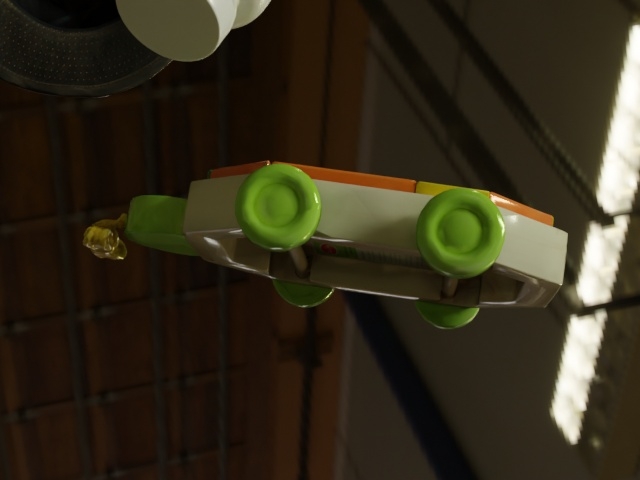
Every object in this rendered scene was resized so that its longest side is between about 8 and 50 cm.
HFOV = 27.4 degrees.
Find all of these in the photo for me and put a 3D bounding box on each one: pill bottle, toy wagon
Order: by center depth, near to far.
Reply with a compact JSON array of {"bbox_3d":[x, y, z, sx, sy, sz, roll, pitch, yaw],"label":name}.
[{"bbox_3d":[0.000,0.000,0.955,0.267,0.344,0.068,74,25,-78],"label":"toy wagon"},{"bbox_3d":[-0.075,-0.224,0.981,0.112,0.112,0.186,100,14,-52],"label":"pill bottle"}]

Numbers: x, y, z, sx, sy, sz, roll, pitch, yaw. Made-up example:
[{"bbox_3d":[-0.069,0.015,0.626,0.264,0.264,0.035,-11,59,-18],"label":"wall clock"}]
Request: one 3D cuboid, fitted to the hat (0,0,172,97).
[{"bbox_3d":[-0.263,-0.306,1.391,0.134,0.331,0.331,165,-86,-74],"label":"hat"}]
